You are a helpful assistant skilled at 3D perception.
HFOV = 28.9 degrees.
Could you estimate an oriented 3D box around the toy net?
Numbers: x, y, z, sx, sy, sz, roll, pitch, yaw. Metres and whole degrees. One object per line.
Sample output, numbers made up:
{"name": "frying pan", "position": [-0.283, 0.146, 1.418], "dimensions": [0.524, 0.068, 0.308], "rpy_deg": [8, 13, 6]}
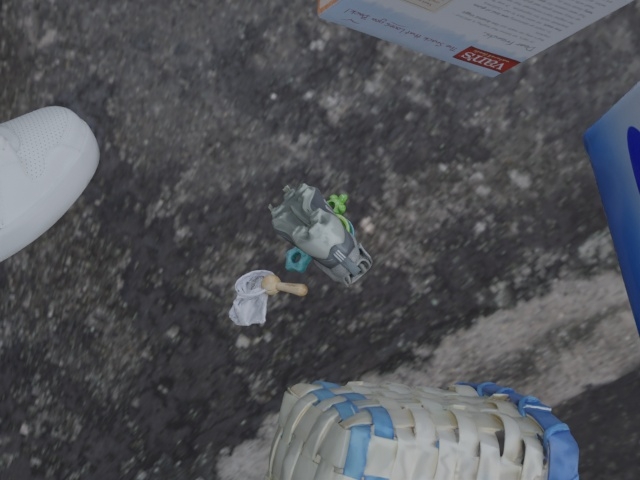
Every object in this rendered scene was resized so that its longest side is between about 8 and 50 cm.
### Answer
{"name": "toy net", "position": [-0.050, 0.027, 1.704], "dimensions": [0.045, 0.232, 0.122], "rpy_deg": [34, 28, -48]}

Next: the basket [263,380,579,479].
{"name": "basket", "position": [0.109, 0.198, 0.834], "dimensions": [0.288, 0.255, 0.201], "rpy_deg": [10, 89, -11]}

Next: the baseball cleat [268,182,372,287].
{"name": "baseball cleat", "position": [0.000, 0.000, 1.424], "dimensions": [0.072, 0.206, 0.109], "rpy_deg": [-40, 108, 4]}

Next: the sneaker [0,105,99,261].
{"name": "sneaker", "position": [-0.289, -0.058, 0.882], "dimensions": [0.108, 0.169, 0.292], "rpy_deg": [15, 43, 37]}

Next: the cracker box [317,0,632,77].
{"name": "cracker box", "position": [0.124, -0.191, 0.781], "dimensions": [0.155, 0.232, 0.067], "rpy_deg": [13, 67, -32]}

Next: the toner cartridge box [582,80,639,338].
{"name": "toner cartridge box", "position": [0.219, 0.101, 0.419], "dimensions": [0.165, 0.075, 0.348], "rpy_deg": [-9, 76, -14]}

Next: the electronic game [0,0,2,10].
{"name": "electronic game", "position": [-0.312, -0.174, 0.764], "dimensions": [0.229, 0.229, 0.048], "rpy_deg": [13, 76, -13]}
